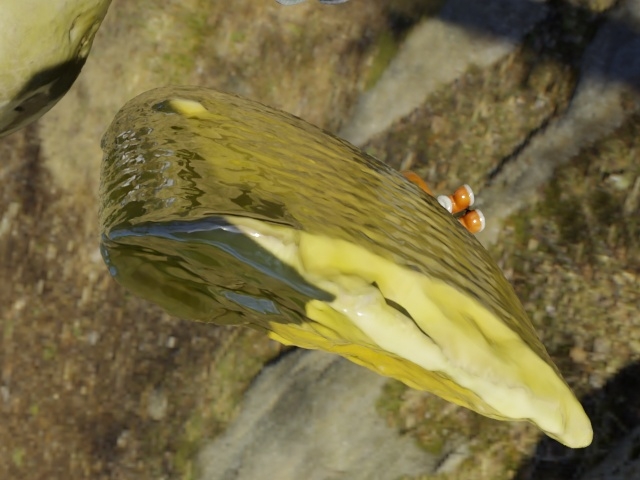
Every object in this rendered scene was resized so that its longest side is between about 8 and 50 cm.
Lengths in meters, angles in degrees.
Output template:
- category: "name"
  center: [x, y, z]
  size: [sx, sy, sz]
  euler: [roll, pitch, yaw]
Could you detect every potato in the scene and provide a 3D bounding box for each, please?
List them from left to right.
- category: "potato"
  center: [-0.223, -0.128, 0.671]
  size: [0.235, 0.178, 0.160]
  euler: [-25, 99, 24]

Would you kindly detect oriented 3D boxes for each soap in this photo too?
- category: "soap"
  center: [-0.001, 0.003, 0.756]
  size: [0.427, 0.306, 0.115]
  euler: [-99, 33, -73]

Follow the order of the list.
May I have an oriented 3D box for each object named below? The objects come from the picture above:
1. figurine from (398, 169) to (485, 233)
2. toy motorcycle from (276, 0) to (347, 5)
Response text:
- category: "figurine"
  center: [0.051, 0.009, 1.311]
  size: [0.271, 0.143, 0.143]
  euler: [-25, 52, 1]
- category: "toy motorcycle"
  center: [0.056, -0.283, 0.829]
  size: [0.212, 0.358, 0.125]
  euler: [26, 147, 34]
